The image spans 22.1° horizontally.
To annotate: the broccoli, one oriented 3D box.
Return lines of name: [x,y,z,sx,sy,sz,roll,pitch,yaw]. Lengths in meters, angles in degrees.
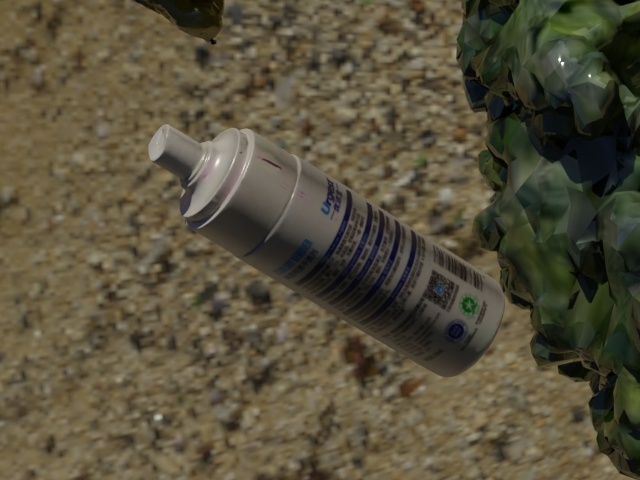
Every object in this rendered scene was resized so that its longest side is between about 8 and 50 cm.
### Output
broccoli: [0.173,-0.017,0.602,0.272,0.334,0.324,14,83,31]

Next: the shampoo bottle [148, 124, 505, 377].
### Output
shampoo bottle: [0.000,0.000,1.247,0.092,0.303,0.092,-45,27,31]

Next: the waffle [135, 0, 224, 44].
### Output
waffle: [-0.110,-0.172,0.642,0.070,0.197,0.193,-52,26,27]
